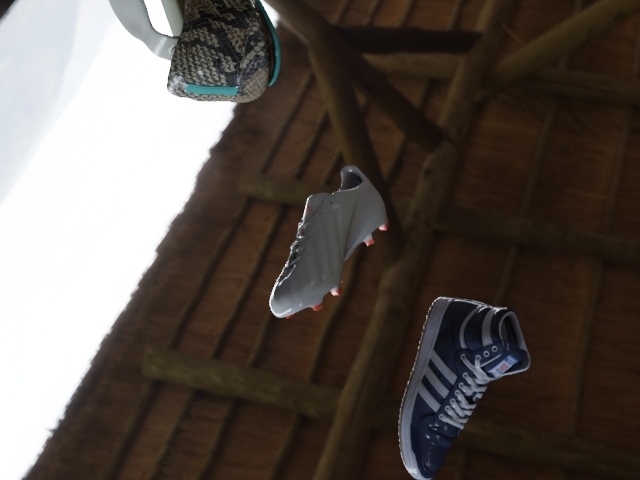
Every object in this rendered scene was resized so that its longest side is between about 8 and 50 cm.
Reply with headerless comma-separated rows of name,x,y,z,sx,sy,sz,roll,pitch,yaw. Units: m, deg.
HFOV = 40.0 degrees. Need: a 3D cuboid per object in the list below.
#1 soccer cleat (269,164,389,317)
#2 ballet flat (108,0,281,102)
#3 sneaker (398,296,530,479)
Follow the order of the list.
soccer cleat,0.000,0.000,0.827,0.068,0.076,0.196,-17,-158,39
ballet flat,-0.197,-0.369,1.131,0.164,0.182,0.483,112,-35,-52
sneaker,0.216,0.221,1.302,0.153,0.099,0.282,0,-110,42
